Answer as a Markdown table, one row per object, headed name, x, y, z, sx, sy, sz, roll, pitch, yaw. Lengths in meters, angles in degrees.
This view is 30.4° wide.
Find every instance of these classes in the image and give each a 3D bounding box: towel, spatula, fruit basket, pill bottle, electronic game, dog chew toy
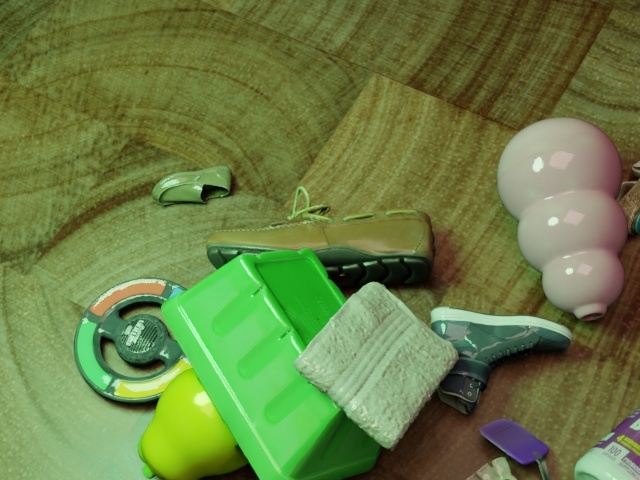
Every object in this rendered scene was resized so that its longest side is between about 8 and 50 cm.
| name | x | y | z | sx | sy | sz | roll | pitch | yaw |
| --- | --- | --- | --- | --- | --- | --- | --- | --- | --- |
| towel | 0.089 | 0.171 | 1.711 | 0.187 | 0.049 | 0.282 | 41 | 33 | 4 |
| spatula | 0.359 | 0.381 | 1.774 | 0.084 | 0.030 | 0.296 | -15 | 58 | -46 |
| fruit basket | -0.103 | 0.239 | 1.818 | 0.283 | 0.392 | 0.392 | -5 | 47 | -49 |
| pill bottle | 0.535 | 0.301 | 1.727 | 0.302 | 0.169 | 0.169 | -38 | 64 | -14 |
| electronic game | -0.297 | 0.165 | 1.960 | 0.229 | 0.048 | 0.229 | -3 | 61 | 5 |
| dog chew toy | 0.407 | -0.031 | 1.919 | 0.207 | 0.206 | 0.331 | -9 | 68 | 1 |

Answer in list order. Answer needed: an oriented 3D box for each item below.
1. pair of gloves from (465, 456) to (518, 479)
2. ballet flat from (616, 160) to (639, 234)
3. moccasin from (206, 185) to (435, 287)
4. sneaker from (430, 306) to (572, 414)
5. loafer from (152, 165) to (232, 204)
| name | x | y | z | sx | sy | sz | roll | pitch | yaw |
| --- | --- | --- | --- | --- | --- | --- | --- | --- | --- |
| pair of gloves | 0.232 | 0.457 | 1.743 | 0.240 | 0.042 | 0.204 | -30 | 62 | -10 |
| ballet flat | 0.554 | -0.100 | 2.011 | 0.067 | 0.073 | 0.206 | 22 | 61 | 33 |
| moccasin | 0.000 | -0.002 | 1.973 | 0.380 | 0.139 | 0.147 | -6 | 54 | 5 |
| sneaker | 0.281 | 0.199 | 1.859 | 0.226 | 0.086 | 0.163 | 5 | 63 | 7 |
| loafer | -0.226 | -0.093 | 2.092 | 0.148 | 0.056 | 0.050 | -17 | 54 | -4 |
